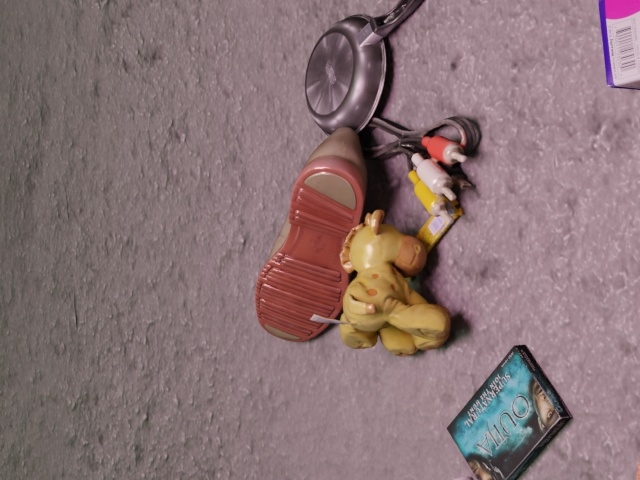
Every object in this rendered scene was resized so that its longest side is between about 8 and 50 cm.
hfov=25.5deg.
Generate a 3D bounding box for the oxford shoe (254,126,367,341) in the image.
[{"bbox_3d":[0.000,0.000,2.203,0.146,0.140,0.397,-70,3,-48],"label":"oxford shoe"}]

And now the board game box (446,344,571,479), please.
[{"bbox_3d":[0.256,0.250,1.940,0.186,0.026,0.126,-58,49,35],"label":"board game box"}]

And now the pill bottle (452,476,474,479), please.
[{"bbox_3d":[0.209,0.403,1.963,0.078,0.078,0.137,-49,55,41],"label":"pill bottle"}]

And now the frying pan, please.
[{"bbox_3d":[0.069,-0.269,2.132,0.326,0.053,0.197,-24,64,53],"label":"frying pan"}]

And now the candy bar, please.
[{"bbox_3d":[0.157,-0.003,2.064,0.161,0.018,0.040,-54,55,37],"label":"candy bar"}]

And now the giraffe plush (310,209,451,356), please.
[{"bbox_3d":[0.090,0.055,2.033,0.181,0.210,0.170,-24,53,52],"label":"giraffe plush"}]

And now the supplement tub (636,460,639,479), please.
[{"bbox_3d":[0.471,0.219,1.415,0.193,0.316,0.194,17,113,46],"label":"supplement tub"}]

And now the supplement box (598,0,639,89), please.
[{"bbox_3d":[0.441,-0.248,1.619,0.220,0.114,0.111,-11,81,53],"label":"supplement box"}]

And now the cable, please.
[{"bbox_3d":[0.127,-0.139,2.052,0.287,0.072,0.139,36,120,46],"label":"cable"}]
